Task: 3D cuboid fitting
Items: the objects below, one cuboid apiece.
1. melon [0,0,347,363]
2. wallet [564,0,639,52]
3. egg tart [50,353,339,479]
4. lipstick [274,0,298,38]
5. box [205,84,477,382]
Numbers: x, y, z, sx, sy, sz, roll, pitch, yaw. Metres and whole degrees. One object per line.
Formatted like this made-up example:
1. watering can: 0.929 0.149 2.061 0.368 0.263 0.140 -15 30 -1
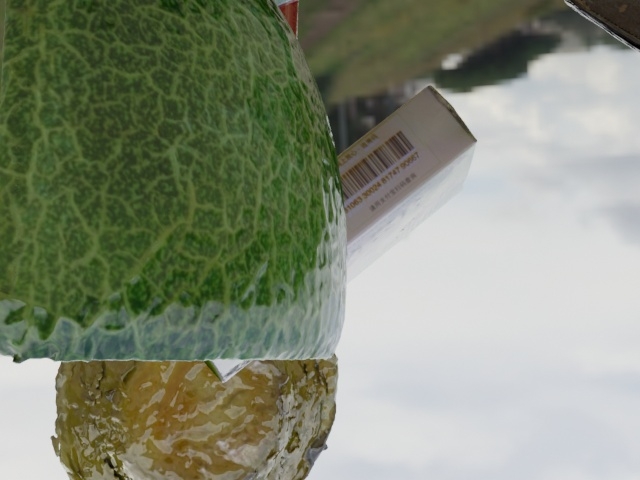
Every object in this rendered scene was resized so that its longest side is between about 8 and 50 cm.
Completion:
1. melon: -0.121 -0.089 1.134 0.226 0.343 0.331 -8 175 42
2. wallet: 0.319 -0.253 1.536 0.122 0.232 0.031 37 170 20
3. egg tart: -0.132 0.177 1.997 0.341 0.341 0.132 -5 -176 -9
4. lipstick: -0.038 -0.346 2.024 0.068 0.274 0.061 3 179 -21
5. box: 0.001 0.000 1.423 0.260 0.062 0.175 -38 171 -6
